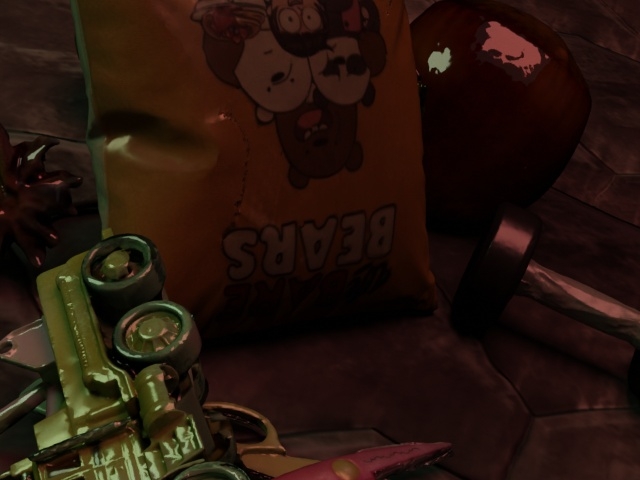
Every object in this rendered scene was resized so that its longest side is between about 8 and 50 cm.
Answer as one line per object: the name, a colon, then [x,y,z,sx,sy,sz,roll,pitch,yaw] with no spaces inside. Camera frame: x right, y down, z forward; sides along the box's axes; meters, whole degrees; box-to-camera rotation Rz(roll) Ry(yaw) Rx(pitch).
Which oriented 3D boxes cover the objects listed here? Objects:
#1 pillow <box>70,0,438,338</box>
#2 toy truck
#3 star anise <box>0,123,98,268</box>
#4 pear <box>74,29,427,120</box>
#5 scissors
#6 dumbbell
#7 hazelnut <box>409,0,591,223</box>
pillow: [-0.039,-0.080,0.921,0.310,0.312,0.119,-9,7,-43]
toy truck: [-0.108,0.123,0.704,0.135,0.128,0.259,-23,43,-10]
star anise: [-0.196,-0.055,0.944,0.218,0.148,0.227,-14,3,2]
pear: [-0.071,-0.144,1.107,0.255,0.164,0.238,-3,47,-29]
scissors: [0.012,0.150,0.812,0.187,0.020,0.133,4,37,-25]
dumbbell: [0.209,0.051,1.026,0.191,0.100,0.100,24,30,4]
hazelnut: [0.133,-0.109,1.174,0.208,0.208,0.208,17,30,-10]
